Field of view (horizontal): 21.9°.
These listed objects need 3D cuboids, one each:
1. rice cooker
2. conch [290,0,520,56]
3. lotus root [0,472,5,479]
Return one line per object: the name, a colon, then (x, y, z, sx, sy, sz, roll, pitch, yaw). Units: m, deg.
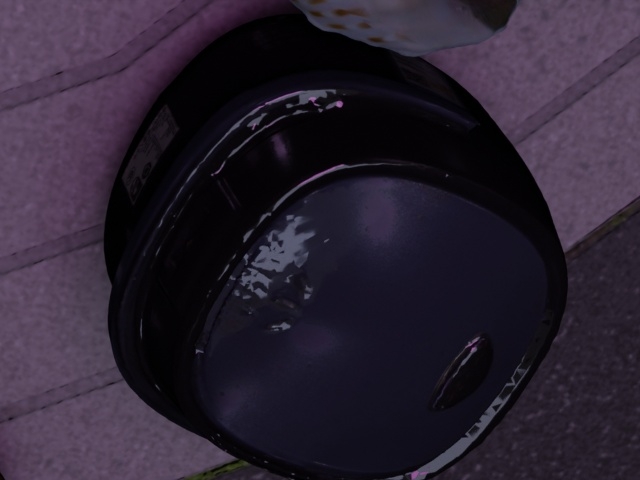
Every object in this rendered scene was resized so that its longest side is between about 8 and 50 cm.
rice cooker: (0.000, 0.000, 0.981, 0.267, 0.224, 0.267, -8, 123, -12)
conch: (0.078, -0.264, 0.860, 0.303, 0.215, 0.319, -21, 128, 7)
lotus root: (-0.283, 0.173, 1.050, 0.145, 0.128, 0.260, -32, 119, 19)
